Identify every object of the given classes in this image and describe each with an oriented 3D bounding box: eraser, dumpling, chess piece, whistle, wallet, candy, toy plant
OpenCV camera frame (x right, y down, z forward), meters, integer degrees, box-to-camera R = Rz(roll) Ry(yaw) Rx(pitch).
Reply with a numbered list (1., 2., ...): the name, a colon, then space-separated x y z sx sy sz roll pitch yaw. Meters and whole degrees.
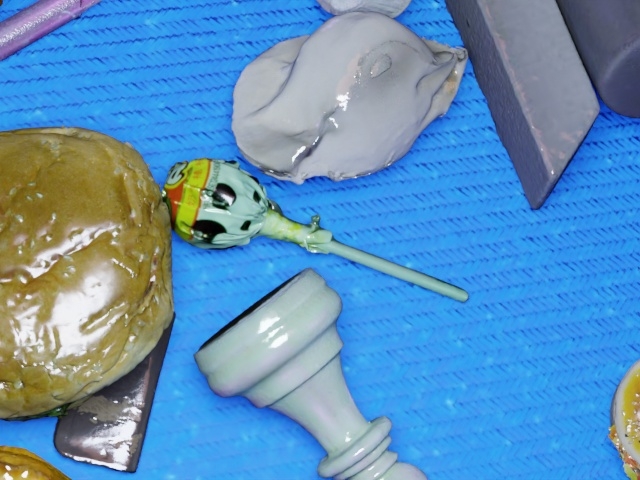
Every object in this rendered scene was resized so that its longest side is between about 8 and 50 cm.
1. eraser: 0.182 -0.210 1.474 0.077 0.111 0.353 -17 75 -8
2. dumpling: 0.017 -0.148 1.434 0.247 0.142 0.172 -30 47 -27
3. chess piece: 0.020 0.167 1.337 0.139 0.139 0.272 -38 93 -18
4. whistle: -0.282 -0.200 1.444 0.176 0.033 0.033 -33 80 -18
5. wallet: -0.184 0.125 1.360 0.082 0.018 0.157 15 71 -3
6. candy: 0.000 0.000 1.404 0.305 0.091 0.083 20 68 -9
7. toy plant: 0.296 -0.319 1.501 0.279 0.185 0.400 -3 58 -17

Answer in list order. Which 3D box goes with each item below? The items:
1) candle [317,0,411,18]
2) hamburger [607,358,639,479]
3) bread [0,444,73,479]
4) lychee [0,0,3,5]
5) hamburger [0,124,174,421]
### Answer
1. candle: 0.037 -0.314 1.476 0.068 0.168 0.192 4 108 -47
2. hamburger: 0.323 0.166 1.388 0.126 0.081 0.141 36 81 4
3. bread: -0.273 0.308 1.204 0.312 0.172 0.312 3 72 -10
4. lychee: -0.374 -0.250 1.366 0.200 0.200 0.238 26 78 0
5. hamburger: -0.268 0.022 1.310 0.284 0.134 0.266 -5 75 -6
